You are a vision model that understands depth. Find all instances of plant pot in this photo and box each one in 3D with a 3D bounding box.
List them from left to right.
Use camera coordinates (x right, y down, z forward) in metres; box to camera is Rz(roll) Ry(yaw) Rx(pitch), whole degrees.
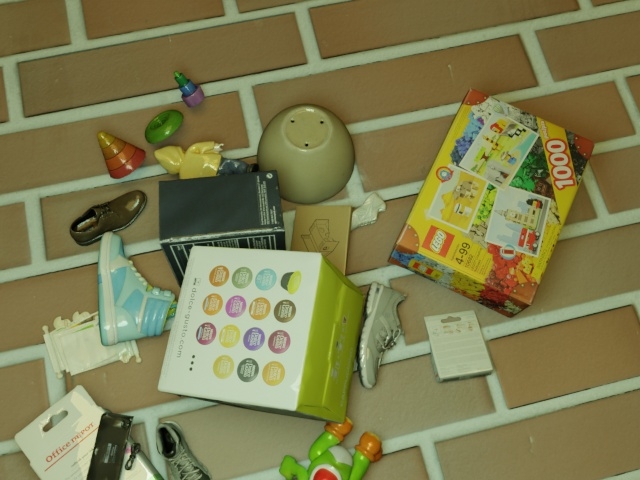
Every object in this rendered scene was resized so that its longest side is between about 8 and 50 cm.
[{"bbox_3d":[-0.040,-0.265,1.877,0.284,0.191,0.284,0,73,-1],"label":"plant pot"}]

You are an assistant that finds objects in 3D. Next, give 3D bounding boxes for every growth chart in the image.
[{"bbox_3d":[-0.599,0.263,1.776,0.237,0.021,0.171,-13,73,-6],"label":"growth chart"}]

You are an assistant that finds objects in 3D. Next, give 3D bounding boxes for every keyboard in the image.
[{"bbox_3d":[-0.476,0.498,1.583,0.108,0.023,0.180,7,71,4],"label":"keyboard"}]

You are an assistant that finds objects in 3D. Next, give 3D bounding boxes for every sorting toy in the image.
[{"bbox_3d":[-0.485,-0.338,1.894,0.365,0.126,0.127,-48,38,-14],"label":"sorting toy"}]

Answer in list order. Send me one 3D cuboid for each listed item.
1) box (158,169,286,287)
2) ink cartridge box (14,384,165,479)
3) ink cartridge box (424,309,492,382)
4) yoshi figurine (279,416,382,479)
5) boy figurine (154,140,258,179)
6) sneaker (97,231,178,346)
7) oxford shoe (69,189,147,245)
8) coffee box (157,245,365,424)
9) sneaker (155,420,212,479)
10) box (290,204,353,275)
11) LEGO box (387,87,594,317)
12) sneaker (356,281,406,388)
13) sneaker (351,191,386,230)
[{"bbox_3d":[-0.240,-0.025,1.729,0.294,0.296,0.182,-7,65,-5],"label":"box"},{"bbox_3d":[-0.540,0.547,1.636,0.207,0.119,0.353,-39,78,-14],"label":"ink cartridge box"},{"bbox_3d":[0.361,0.281,1.806,0.146,0.045,0.179,-8,55,-4],"label":"ink cartridge box"},{"bbox_3d":[-0.005,0.613,1.636,0.362,0.204,0.203,-52,121,-29],"label":"yoshi figurine"},{"bbox_3d":[-0.325,-0.192,1.894,0.285,0.092,0.177,13,99,6],"label":"boy figurine"},{"bbox_3d":[-0.476,0.121,1.785,0.208,0.127,0.318,-2,63,-17],"label":"sneaker"},{"bbox_3d":[-0.574,-0.069,1.845,0.227,0.096,0.083,-37,75,-14],"label":"oxford shoe"},{"bbox_3d":[-0.116,0.227,1.592,0.335,0.338,0.337,3,72,22],"label":"coffee box"},{"bbox_3d":[-0.340,0.539,1.639,0.086,0.132,0.228,-33,76,-12],"label":"sneaker"},{"bbox_3d":[0.000,0.000,1.854,0.165,0.021,0.201,0,71,20],"label":"box"},{"bbox_3d":[0.458,-0.101,1.841,0.373,0.193,0.500,25,73,5],"label":"LEGO box"},{"bbox_3d":[0.161,0.246,1.765,0.115,0.105,0.281,11,72,2],"label":"sneaker"},{"bbox_3d":[0.123,-0.067,1.892,0.061,0.053,0.152,44,75,8],"label":"sneaker"}]
